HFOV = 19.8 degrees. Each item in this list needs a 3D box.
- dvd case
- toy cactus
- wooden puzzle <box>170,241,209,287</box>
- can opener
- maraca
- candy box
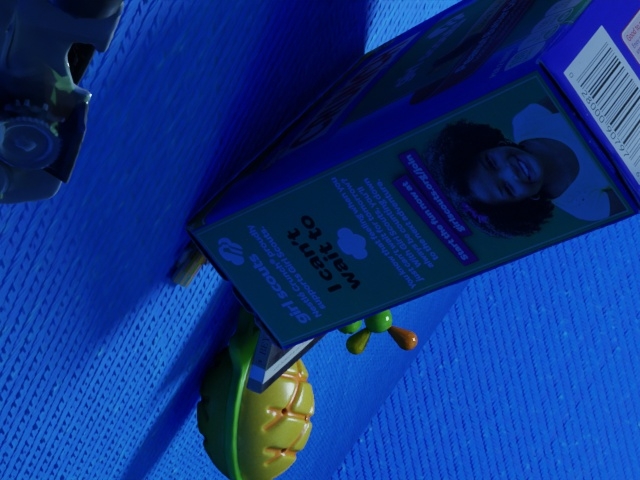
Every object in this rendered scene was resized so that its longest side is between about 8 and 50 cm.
[{"bbox_3d":[0.000,0.000,1.504,0.164,0.018,0.221,-38,146,-62],"label":"dvd case"},{"bbox_3d":[0.075,0.011,1.871,0.219,0.112,0.180,98,16,-50],"label":"toy cactus"},{"bbox_3d":[-0.086,0.010,1.279,0.049,0.006,0.083,-56,171,-3],"label":"wooden puzzle"},{"bbox_3d":[-0.097,-0.125,0.642,0.095,0.076,0.283,-94,-158,-47],"label":"can opener"},{"bbox_3d":[-0.056,0.128,1.583,0.127,0.099,0.185,-54,149,-62],"label":"maraca"},{"bbox_3d":[0.107,-0.080,1.214,0.317,0.122,0.268,-26,-164,42],"label":"candy box"}]
